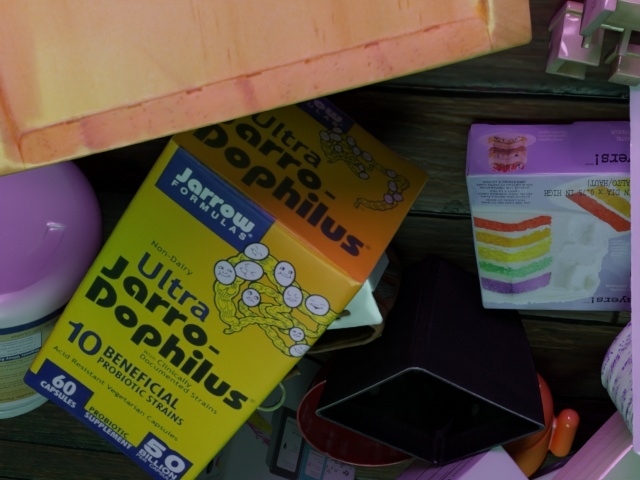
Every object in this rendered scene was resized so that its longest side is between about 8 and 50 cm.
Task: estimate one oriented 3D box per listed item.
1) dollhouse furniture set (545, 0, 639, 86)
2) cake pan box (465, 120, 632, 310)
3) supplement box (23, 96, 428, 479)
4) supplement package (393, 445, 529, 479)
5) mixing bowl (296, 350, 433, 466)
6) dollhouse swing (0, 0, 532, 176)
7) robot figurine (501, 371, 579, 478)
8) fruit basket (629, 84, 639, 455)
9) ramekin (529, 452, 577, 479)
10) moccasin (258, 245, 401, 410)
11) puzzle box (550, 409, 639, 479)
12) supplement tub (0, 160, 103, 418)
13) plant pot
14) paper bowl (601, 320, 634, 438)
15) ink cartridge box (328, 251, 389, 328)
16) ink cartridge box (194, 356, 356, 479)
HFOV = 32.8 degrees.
[{"bbox_3d":[0.285,-0.178,0.828,0.182,0.101,0.161,11,172,-3],"label":"dollhouse furniture set"},{"bbox_3d":[0.284,-0.016,1.069,0.267,0.070,0.245,1,148,12],"label":"cake pan box"},{"bbox_3d":[-0.094,0.038,1.014,0.194,0.195,0.356,37,128,-2],"label":"supplement box"},{"bbox_3d":[0.177,0.312,1.330,0.105,0.105,0.179,52,164,-4],"label":"supplement package"},{"bbox_3d":[0.064,0.199,1.412,0.181,0.098,0.181,4,130,4],"label":"mixing bowl"},{"bbox_3d":[-0.081,-0.234,0.703,0.347,0.315,0.305,-15,103,-4],"label":"dollhouse swing"},{"bbox_3d":[0.240,0.236,1.414,0.158,0.128,0.219,41,160,29],"label":"robot figurine"},{"bbox_3d":[0.434,0.017,0.892,0.353,0.327,0.165,-2,-176,13],"label":"fruit basket"},{"bbox_3d":[0.353,0.355,1.489,0.207,0.109,0.207,-22,167,-5],"label":"ramekin"},{"bbox_3d":[-0.066,0.109,1.283,0.380,0.147,0.139,-16,139,35],"label":"moccasin"},{"bbox_3d":[0.466,0.312,1.377,0.409,0.272,0.052,45,179,-41],"label":"puzzle box"},{"bbox_3d":[-0.361,0.051,1.201,0.228,0.228,0.316,14,147,-6],"label":"supplement tub"},{"bbox_3d":[0.132,0.133,1.247,0.188,0.167,0.187,28,144,-24],"label":"plant pot"},{"bbox_3d":[0.436,0.129,1.074,0.284,0.148,0.284,-15,145,-11],"label":"paper bowl"},{"bbox_3d":[0.000,0.000,1.113,0.104,0.061,0.181,-8,118,27],"label":"ink cartridge box"},{"bbox_3d":[-0.084,0.308,1.481,0.197,0.270,0.198,28,143,-24],"label":"ink cartridge box"}]
